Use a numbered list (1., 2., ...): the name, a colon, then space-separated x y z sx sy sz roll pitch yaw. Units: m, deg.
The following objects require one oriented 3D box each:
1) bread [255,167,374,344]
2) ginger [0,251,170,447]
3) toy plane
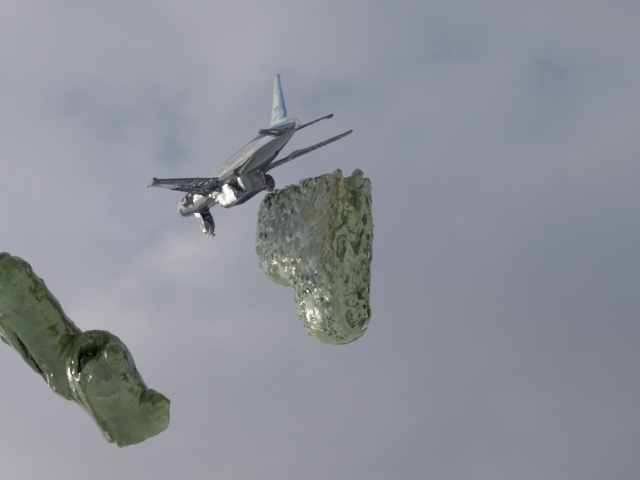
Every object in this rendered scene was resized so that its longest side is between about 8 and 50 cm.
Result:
1. bread: 0.000 0.000 1.206 0.064 0.232 0.172 15 -62 -37
2. ginger: -0.293 0.131 1.346 0.089 0.290 0.137 -47 3 -27
3. toy plane: -0.075 -0.063 1.029 0.226 0.058 0.226 -18 -18 -39
